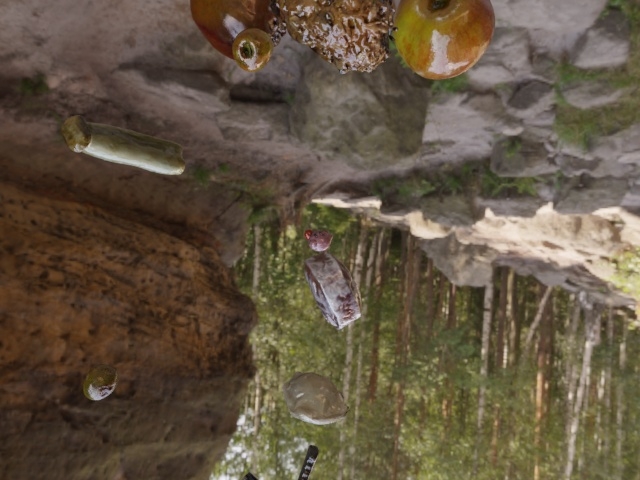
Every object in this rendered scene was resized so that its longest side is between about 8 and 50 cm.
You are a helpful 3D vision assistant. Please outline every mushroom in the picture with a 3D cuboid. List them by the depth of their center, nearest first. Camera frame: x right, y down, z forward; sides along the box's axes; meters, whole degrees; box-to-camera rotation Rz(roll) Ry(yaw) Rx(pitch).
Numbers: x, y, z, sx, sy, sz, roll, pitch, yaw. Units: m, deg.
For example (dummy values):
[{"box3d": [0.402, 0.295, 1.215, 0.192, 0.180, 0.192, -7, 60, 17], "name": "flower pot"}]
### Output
[{"box3d": [-0.487, -0.232, 1.372, 0.081, 0.099, 0.312, -28, 155, 37], "name": "mushroom"}]

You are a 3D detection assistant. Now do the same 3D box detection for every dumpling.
[{"box3d": [-0.024, 0.425, 1.459, 0.136, 0.118, 0.199, -35, -136, -27], "name": "dumpling"}]

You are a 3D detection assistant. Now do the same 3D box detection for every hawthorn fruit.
[{"box3d": [-0.252, -0.725, 1.704, 0.325, 0.308, 0.308, 40, 163, -22], "name": "hawthorn fruit"}]

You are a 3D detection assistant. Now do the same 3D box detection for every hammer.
[{"box3d": [-0.064, 0.650, 1.349, 0.033, 0.287, 0.111, 21, 177, 0], "name": "hammer"}]

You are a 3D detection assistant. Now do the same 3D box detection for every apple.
[{"box3d": [-0.178, -0.514, 1.474, 0.099, 0.114, 0.102, 14, -157, 15], "name": "apple"}, {"box3d": [0.354, -0.612, 1.542, 0.302, 0.301, 0.301, 3, 179, 0], "name": "apple"}]

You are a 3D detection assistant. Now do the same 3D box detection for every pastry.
[{"box3d": [0.037, -0.411, 0.904, 0.275, 0.274, 0.193, 5, 138, -44], "name": "pastry"}]

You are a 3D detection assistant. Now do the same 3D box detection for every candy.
[{"box3d": [0.048, 0.169, 1.909, 0.157, 0.289, 0.214, -28, -154, -8], "name": "candy"}]

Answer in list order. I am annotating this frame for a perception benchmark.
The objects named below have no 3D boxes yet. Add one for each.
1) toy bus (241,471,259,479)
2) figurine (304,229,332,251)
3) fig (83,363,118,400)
[{"box3d": [-0.212, 0.678, 1.377, 0.073, 0.167, 0.076, 38, 146, 12], "name": "toy bus"}, {"box3d": [0.000, 0.000, 1.657, 0.083, 0.066, 0.071, -16, -152, -18], "name": "figurine"}, {"box3d": [-0.541, 0.336, 1.336, 0.082, 0.084, 0.098, -12, -136, -33], "name": "fig"}]
